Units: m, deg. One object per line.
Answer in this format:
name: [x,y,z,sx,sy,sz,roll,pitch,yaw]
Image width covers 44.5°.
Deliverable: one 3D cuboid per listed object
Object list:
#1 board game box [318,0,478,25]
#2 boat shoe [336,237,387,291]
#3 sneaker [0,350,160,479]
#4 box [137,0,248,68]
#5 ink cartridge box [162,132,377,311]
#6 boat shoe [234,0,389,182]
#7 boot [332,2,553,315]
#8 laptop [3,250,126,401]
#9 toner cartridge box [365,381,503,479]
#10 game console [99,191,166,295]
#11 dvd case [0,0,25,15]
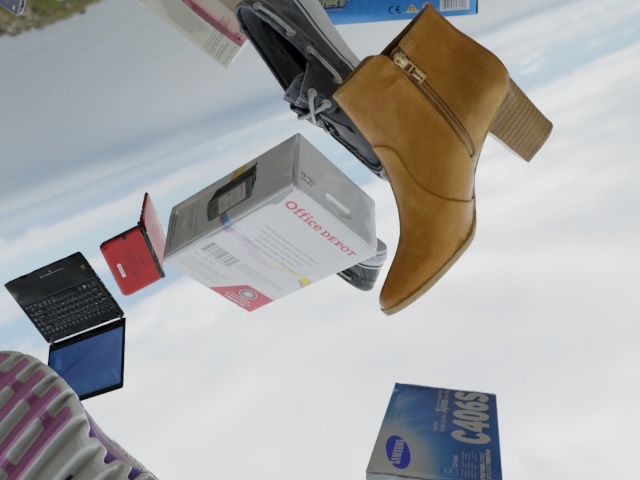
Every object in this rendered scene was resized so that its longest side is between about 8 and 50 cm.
board game box: [0.066,-0.416,1.145,0.308,0.086,0.302,-2,-142,7]
boat shoe: [0.000,0.000,1.671,0.121,0.119,0.335,-3,-152,-41]
sneaker: [-0.191,0.186,0.617,0.095,0.236,0.104,-47,174,-15]
box: [-0.221,-0.479,1.534,0.127,0.232,0.149,-43,-164,44]
ink cartridge box: [-0.085,-0.019,1.356,0.306,0.226,0.131,-27,-136,29]
boat shoe: [0.002,-0.185,0.957,0.102,0.301,0.108,-29,171,-32]
boot: [0.091,-0.086,0.853,0.295,0.211,0.104,-53,-170,4]
laptop: [-0.539,0.193,1.633,0.234,0.264,0.137,-20,-158,25]
toner cartridge box: [0.164,0.290,1.080,0.165,0.075,0.348,3,-172,10]
game console: [-0.332,0.008,1.407,0.124,0.144,0.085,-28,-130,-16]
dvd case: [-0.502,-0.450,1.112,0.165,0.221,0.018,-57,180,35]
